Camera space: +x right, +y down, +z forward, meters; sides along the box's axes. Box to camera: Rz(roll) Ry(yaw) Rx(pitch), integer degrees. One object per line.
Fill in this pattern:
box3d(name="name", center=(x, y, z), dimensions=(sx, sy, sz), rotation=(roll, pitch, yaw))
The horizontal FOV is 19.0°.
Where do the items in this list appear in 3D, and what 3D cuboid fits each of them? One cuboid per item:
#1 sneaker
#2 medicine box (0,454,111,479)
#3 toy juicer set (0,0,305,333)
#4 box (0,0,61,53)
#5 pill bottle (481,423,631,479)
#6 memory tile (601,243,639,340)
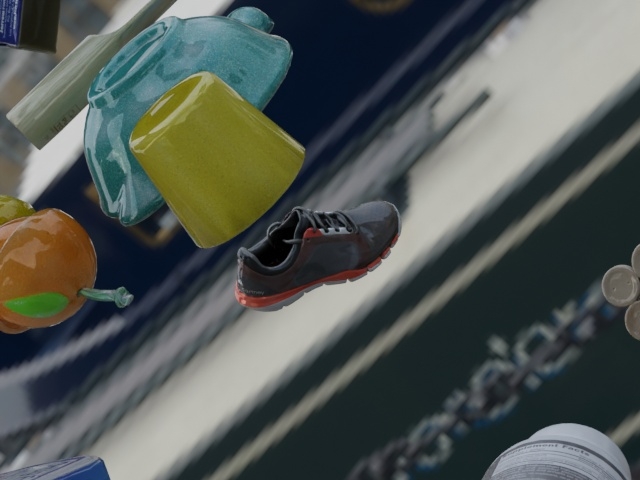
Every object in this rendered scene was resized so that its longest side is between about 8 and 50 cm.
box3d(name="sneaker", center=(0.000, 0.000, 1.535), dimensions=(0.158, 0.065, 0.061), rotation=(-30, 44, -25))
box3d(name="medicine box", center=(-0.252, 0.215, 0.832), dimensions=(0.289, 0.149, 0.263), rotation=(-16, -1, 20))
box3d(name="toy juicer set", center=(-0.101, -0.046, 1.030), dimensions=(0.209, 0.089, 0.329), rotation=(-37, 21, 15))
box3d(name="box", center=(-0.236, -0.191, 1.191), dimensions=(0.225, 0.036, 0.136), rotation=(10, 95, 43))
box3d(name="pill bottle", center=(0.232, 0.305, 1.947), dimensions=(0.176, 0.176, 0.318), rotation=(-43, 1, 25))
box3d(name="memory tile", center=(0.321, 0.036, 1.647), dimensions=(0.148, 0.113, 0.012), rotation=(-43, -17, 27))
